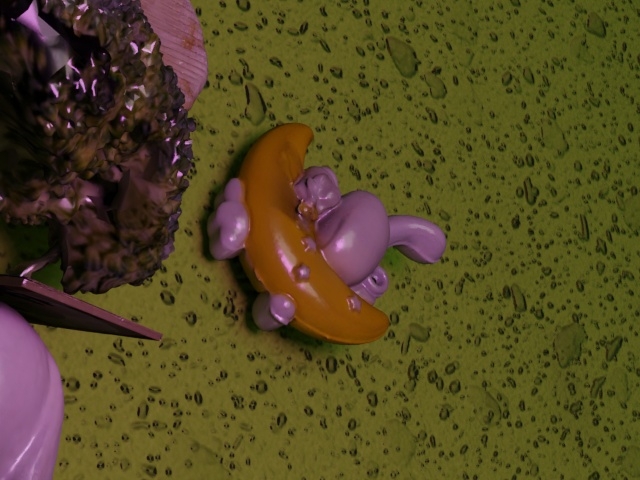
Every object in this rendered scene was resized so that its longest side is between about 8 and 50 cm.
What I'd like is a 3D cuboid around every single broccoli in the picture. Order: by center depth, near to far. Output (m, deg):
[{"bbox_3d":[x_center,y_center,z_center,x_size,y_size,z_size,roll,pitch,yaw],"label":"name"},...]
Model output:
[{"bbox_3d":[-0.254,-0.128,1.443,0.317,0.338,0.277,-10,53,-31],"label":"broccoli"}]

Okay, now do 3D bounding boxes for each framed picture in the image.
[{"bbox_3d":[-0.237,0.049,1.426,0.136,0.201,0.010,27,75,-39],"label":"framed picture"}]

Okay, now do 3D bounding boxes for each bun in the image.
[{"bbox_3d":[-0.186,-0.188,1.680,0.183,0.102,0.183,41,40,-47],"label":"bun"}]

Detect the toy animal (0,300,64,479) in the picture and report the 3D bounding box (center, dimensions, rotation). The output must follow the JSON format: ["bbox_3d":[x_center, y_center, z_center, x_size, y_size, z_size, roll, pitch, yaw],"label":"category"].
[{"bbox_3d":[-0.307,0.169,1.330,0.249,0.174,0.289,17,64,-47],"label":"toy animal"}]

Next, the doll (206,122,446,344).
[{"bbox_3d":[0.000,0.000,1.828,0.237,0.111,0.252,44,44,-8],"label":"doll"}]
